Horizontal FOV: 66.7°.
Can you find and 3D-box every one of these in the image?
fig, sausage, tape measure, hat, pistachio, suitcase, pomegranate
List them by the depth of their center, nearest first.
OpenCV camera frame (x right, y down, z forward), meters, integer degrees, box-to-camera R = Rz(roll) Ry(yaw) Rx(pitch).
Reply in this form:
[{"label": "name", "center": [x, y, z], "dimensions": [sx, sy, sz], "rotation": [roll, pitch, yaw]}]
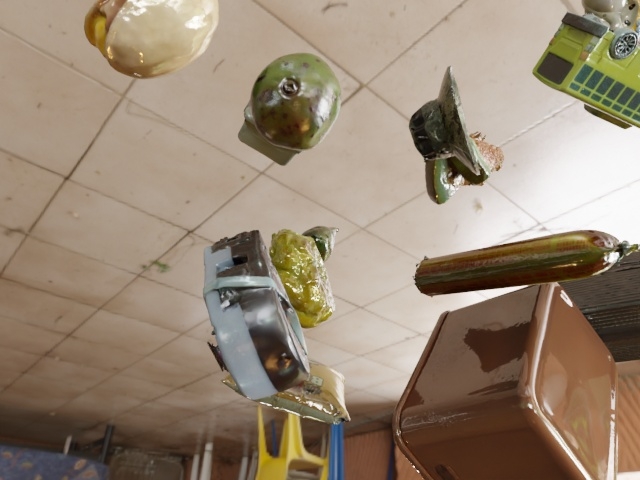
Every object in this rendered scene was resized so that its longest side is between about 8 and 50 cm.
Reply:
[{"label": "tape measure", "center": [-0.081, 0.100, 0.606], "dimensions": [0.107, 0.181, 0.182], "rotation": [-19, 111, -1]}, {"label": "sausage", "center": [0.300, 0.036, 0.760], "dimensions": [0.082, 0.082, 0.372], "rotation": [22, 159, -28]}, {"label": "suitcase", "center": [0.599, 0.117, 0.971], "dimensions": [0.335, 0.229, 0.152], "rotation": [-15, 109, 25]}, {"label": "pomegranate", "center": [-0.048, -0.288, 1.039], "dimensions": [0.202, 0.202, 0.248], "rotation": [-5, 177, 9]}, {"label": "pistachio", "center": [-0.372, -0.504, 1.113], "dimensions": [0.309, 0.230, 0.230], "rotation": [-36, 151, -19]}, {"label": "hat", "center": [0.282, -0.261, 1.144], "dimensions": [0.128, 0.265, 0.265], "rotation": [-15, 143, 25]}, {"label": "fig", "center": [0.000, 0.000, 1.482], "dimensions": [0.117, 0.177, 0.117], "rotation": [11, 121, 19]}]

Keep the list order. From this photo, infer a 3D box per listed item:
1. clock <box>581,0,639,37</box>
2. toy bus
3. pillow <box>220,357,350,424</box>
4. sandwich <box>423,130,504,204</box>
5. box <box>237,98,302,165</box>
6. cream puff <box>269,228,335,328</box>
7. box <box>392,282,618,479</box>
[{"label": "clock", "center": [0.663, -0.509, 1.131], "dimensions": [0.144, 0.230, 0.103], "rotation": [12, -173, -1]}, {"label": "toy bus", "center": [0.369, -0.208, 0.614], "dimensions": [0.175, 0.088, 0.101], "rotation": [15, 121, -21]}, {"label": "pillow", "center": [-0.075, 0.365, 1.259], "dimensions": [0.310, 0.119, 0.312], "rotation": [19, -178, 3]}, {"label": "sandwich", "center": [0.488, -0.241, 1.581], "dimensions": [0.301, 0.162, 0.250], "rotation": [-13, 120, -27]}, {"label": "box", "center": [-0.117, -0.265, 1.191], "dimensions": [0.172, 0.124, 0.093], "rotation": [30, 133, -15]}, {"label": "cream puff", "center": [-0.079, 0.099, 1.223], "dimensions": [0.185, 0.281, 0.282], "rotation": [-21, 142, 8]}, {"label": "box", "center": [0.317, 0.252, 0.800], "dimensions": [0.229, 0.339, 0.239], "rotation": [-33, 98, 41]}]
